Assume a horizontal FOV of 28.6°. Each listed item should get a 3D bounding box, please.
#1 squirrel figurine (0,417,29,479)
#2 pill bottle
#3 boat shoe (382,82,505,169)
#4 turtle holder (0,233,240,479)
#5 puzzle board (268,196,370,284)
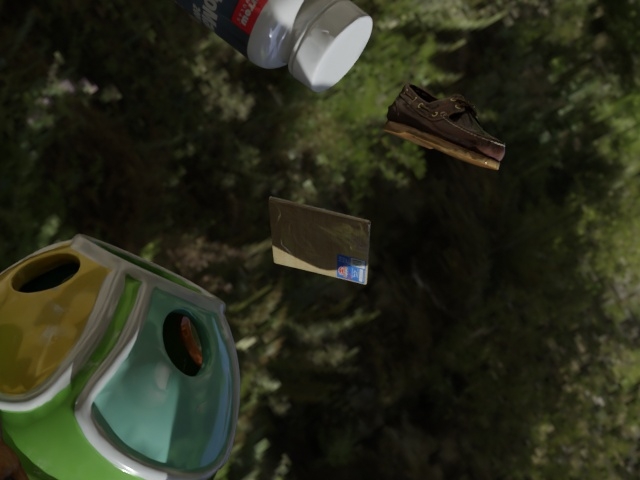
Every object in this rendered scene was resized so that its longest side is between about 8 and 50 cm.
[{"bbox_3d":[-0.374,0.124,0.725,0.397,0.370,0.281,-25,-131,33],"label":"squirrel figurine"},{"bbox_3d":[-0.048,-0.214,1.094,0.108,0.180,0.108,-47,165,-16],"label":"pill bottle"},{"bbox_3d":[0.145,-0.137,1.462,0.207,0.073,0.073,30,-84,53],"label":"boat shoe"},{"bbox_3d":[-0.212,0.109,1.000,0.227,0.320,0.243,-63,-161,0],"label":"turtle holder"},{"bbox_3d":[0.000,0.000,1.198,0.128,0.096,0.011,88,16,-63],"label":"puzzle board"}]
